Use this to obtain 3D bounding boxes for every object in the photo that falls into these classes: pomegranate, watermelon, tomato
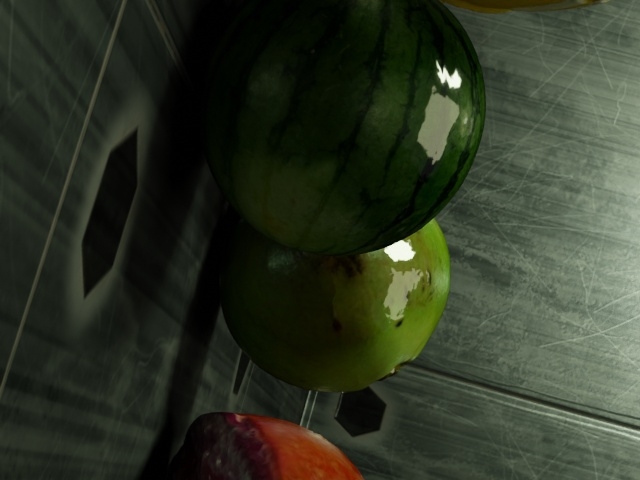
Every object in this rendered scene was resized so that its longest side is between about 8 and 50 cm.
[{"bbox_3d":[0.012,0.007,1.181,0.159,0.190,0.241,2,104,-77],"label":"pomegranate"},{"bbox_3d":[0.018,-0.095,0.927,0.188,0.188,0.215,-59,169,-73],"label":"watermelon"},{"bbox_3d":[-0.030,0.311,1.133,0.289,0.176,0.335,-174,-85,-69],"label":"tomato"}]

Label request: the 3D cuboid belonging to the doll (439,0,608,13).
[{"bbox_3d":[0.204,-0.243,1.049,0.423,0.348,0.161,-137,-136,-70],"label":"doll"}]
